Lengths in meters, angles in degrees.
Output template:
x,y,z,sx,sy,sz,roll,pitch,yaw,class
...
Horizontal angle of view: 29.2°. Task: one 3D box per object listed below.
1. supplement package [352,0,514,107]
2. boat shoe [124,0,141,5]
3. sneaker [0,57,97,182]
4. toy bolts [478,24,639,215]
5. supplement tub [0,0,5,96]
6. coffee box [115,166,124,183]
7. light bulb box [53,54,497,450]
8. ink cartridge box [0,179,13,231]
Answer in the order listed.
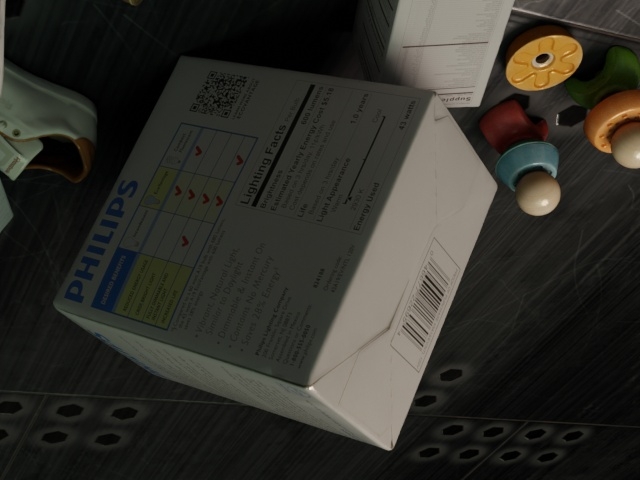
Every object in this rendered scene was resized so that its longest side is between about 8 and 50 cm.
x,y,z,sx,sy,sz,roll,pitch,yaw,class
0.127,-0.276,1.381,0.139,0.134,0.244,-4,145,-12,supplement package
-0.218,-0.322,1.279,0.060,0.064,0.178,14,148,16,boat shoe
-0.385,-0.145,1.417,0.290,0.123,0.106,16,138,-33,sneaker
0.309,-0.144,1.606,0.218,0.158,0.228,19,134,-38,toy bolts
-0.489,-0.216,1.205,0.338,0.207,0.207,1,143,-20,supplement tub
-0.170,-0.080,1.649,0.184,0.040,0.113,14,138,-32,coffee box
-0.046,0.005,1.418,0.361,0.358,0.225,13,160,33,light bulb box
-0.471,-0.101,1.419,0.206,0.045,0.208,21,151,8,ink cartridge box
